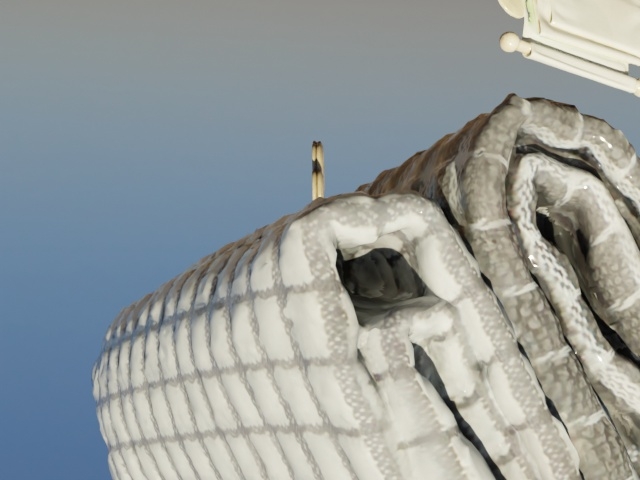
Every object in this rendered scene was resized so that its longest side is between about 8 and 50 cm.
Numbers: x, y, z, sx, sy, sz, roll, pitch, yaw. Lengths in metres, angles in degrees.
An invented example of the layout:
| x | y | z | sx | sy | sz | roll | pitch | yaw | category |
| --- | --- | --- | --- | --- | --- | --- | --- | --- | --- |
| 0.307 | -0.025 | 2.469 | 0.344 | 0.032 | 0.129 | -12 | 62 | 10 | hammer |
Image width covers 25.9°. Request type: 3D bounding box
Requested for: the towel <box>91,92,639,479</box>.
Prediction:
| x | y | z | sx | sy | sz | roll | pitch | yaw | category |
| --- | --- | --- | --- | --- | --- | --- | --- | --- | --- |
| 0.054 | 0.117 | 0.421 | 0.121 | 0.283 | 0.235 | -27 | -179 | -26 | towel |

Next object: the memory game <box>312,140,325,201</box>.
| x | y | z | sx | sy | sz | roll | pitch | yaw | category |
| --- | --- | --- | --- | --- | --- | --- | --- | --- | --- |
| 0.000 | 0.000 | 1.260 | 0.012 | 0.186 | 0.186 | -1 | -168 | 1 | memory game |

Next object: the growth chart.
| x | y | z | sx | sy | sz | roll | pitch | yaw | category |
| --- | --- | --- | --- | --- | --- | --- | --- | --- | --- |
| 0.215 | -0.228 | 1.157 | 0.172 | 0.237 | 0.021 | 22 | 147 | -22 | growth chart |
